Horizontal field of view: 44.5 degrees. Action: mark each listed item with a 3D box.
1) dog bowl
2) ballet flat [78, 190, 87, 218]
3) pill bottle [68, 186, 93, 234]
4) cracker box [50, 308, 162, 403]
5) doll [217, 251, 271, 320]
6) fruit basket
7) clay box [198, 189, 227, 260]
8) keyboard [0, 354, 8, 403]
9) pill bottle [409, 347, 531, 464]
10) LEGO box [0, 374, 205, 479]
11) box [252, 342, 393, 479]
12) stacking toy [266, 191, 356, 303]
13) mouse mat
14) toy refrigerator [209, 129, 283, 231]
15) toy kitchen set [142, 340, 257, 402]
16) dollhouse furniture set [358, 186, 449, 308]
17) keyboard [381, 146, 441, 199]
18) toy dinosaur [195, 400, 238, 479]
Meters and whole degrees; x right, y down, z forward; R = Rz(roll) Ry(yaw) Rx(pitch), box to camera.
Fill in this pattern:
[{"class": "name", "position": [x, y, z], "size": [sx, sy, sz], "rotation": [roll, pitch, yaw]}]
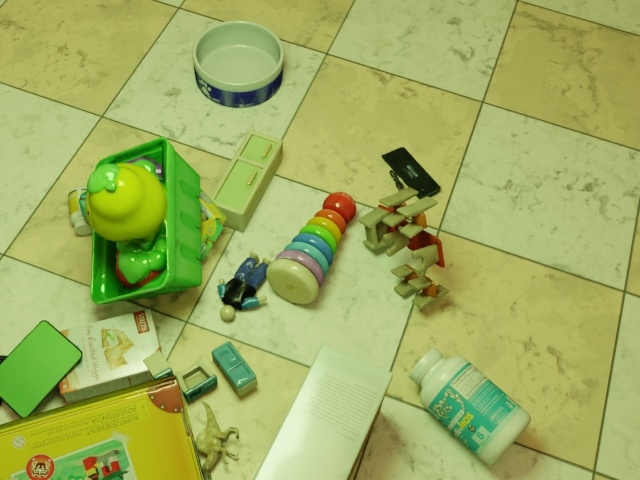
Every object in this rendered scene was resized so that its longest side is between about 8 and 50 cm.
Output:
[{"class": "dog bowl", "position": [-0.240, -0.519, 2.294], "size": [0.265, 0.104, 0.264], "rotation": [2, 57, -4]}, {"class": "ballet flat", "position": [-0.550, -0.111, 2.005], "size": [0.083, 0.087, 0.247], "rotation": [1, 22, 8]}, {"class": "pill bottle", "position": [-0.609, -0.074, 1.999], "size": [0.065, 0.065, 0.116], "rotation": [-9, 58, -11]}, {"class": "cracker box", "position": [-0.484, 0.262, 1.790], "size": [0.232, 0.067, 0.155], "rotation": [-14, 60, -14]}, {"class": "doll", "position": [-0.188, 0.118, 1.920], "size": [0.129, 0.046, 0.189], "rotation": [25, 58, 12]}, {"class": "fruit basket", "position": [-0.434, -0.055, 1.766], "size": [0.283, 0.392, 0.392], "rotation": [-14, 51, 30]}, {"class": "clay box", "position": [-0.327, -0.063, 1.979], "size": [0.222, 0.127, 0.053], "rotation": [46, 27, 21]}, {"class": "keyboard", "position": [-0.760, 0.338, 1.736], "size": [0.100, 0.038, 0.192], "rotation": [1, 56, -4]}, {"class": "pill bottle", "position": [0.325, 0.360, 1.746], "size": [0.264, 0.146, 0.146], "rotation": [41, 63, 21]}, {"class": "LEGO box", "position": [-0.466, 0.504, 1.478], "size": [0.501, 0.193, 0.372], "rotation": [-14, 87, -13]}, {"class": "box", "position": [0.000, 0.428, 1.634], "size": [0.168, 0.215, 0.345], "rotation": [23, 59, 10]}, {"class": "stacking toy", "position": [0.000, 0.000, 1.970], "size": [0.141, 0.141, 0.330], "rotation": [26, 54, 12]}, {"class": "mouse mat", "position": [-0.637, 0.284, 1.739], "size": [0.153, 0.007, 0.189], "rotation": [34, 72, 25]}, {"class": "toy refrigerator", "position": [-0.197, -0.164, 2.074], "size": [0.102, 0.094, 0.269], "rotation": [20, 57, 9]}, {"class": "toy kitchen set", "position": [-0.261, 0.291, 1.722], "size": [0.207, 0.166, 0.122], "rotation": [-30, 56, -22]}, {"class": "dollhouse furniture set", "position": [0.220, -0.009, 1.929], "size": [0.135, 0.262, 0.259], "rotation": [-25, 31, -21]}, {"class": "keyboard", "position": [0.239, -0.181, 2.164], "size": [0.108, 0.023, 0.180], "rotation": [-25, 61, -26]}, {"class": "toy dinosaur", "position": [-0.227, 0.427, 1.713], "size": [0.093, 0.053, 0.183], "rotation": [-2, 57, -4]}]
